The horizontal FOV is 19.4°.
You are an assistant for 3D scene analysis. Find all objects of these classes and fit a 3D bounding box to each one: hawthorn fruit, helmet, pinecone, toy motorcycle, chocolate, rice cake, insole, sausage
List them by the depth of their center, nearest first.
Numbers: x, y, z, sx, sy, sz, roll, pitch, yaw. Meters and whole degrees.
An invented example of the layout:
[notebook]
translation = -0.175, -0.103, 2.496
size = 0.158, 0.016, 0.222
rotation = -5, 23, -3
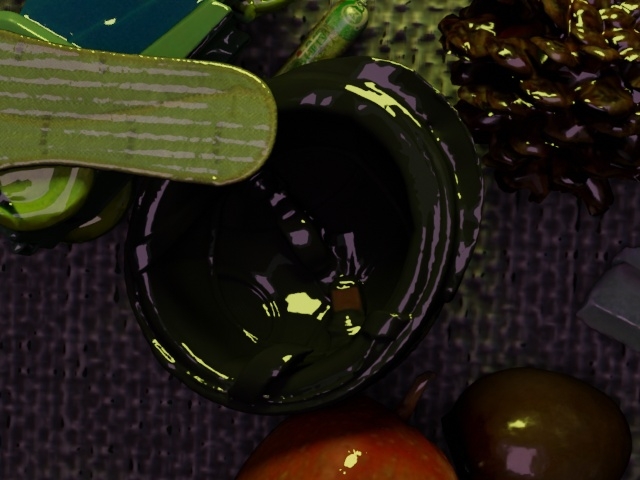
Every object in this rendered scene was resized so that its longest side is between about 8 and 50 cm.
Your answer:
[insole]
translation = -0.202, -0.089, 1.282
size = 0.348, 0.009, 0.119
rotation = 5, 84, 4
[pinecone]
translation = 0.180, -0.125, 1.319
size = 0.221, 0.221, 0.221
rotation = 1, 95, 8
[helmet]
translation = 0.000, 0.000, 1.375
size = 0.279, 0.160, 0.230
rotation = -41, 76, 7
[hawthorn fruit]
translation = 0.030, 0.197, 1.378
size = 0.196, 0.196, 0.225
rotation = 24, 89, 5
[toy motorcycle]
translation = -0.166, -0.156, 1.385
size = 0.200, 0.191, 0.326
rotation = 40, 90, 5
[rice cake]
translation = 0.333, 0.094, 1.397
size = 0.290, 0.051, 0.081
rotation = 25, 65, 5
[chocolate]
translation = 0.167, 0.154, 1.406
size = 0.133, 0.127, 0.124
rotation = -24, 122, -3
[sausage]
translation = -0.049, -0.087, 1.440
size = 0.033, 0.033, 0.269
rotation = 41, 100, 3
